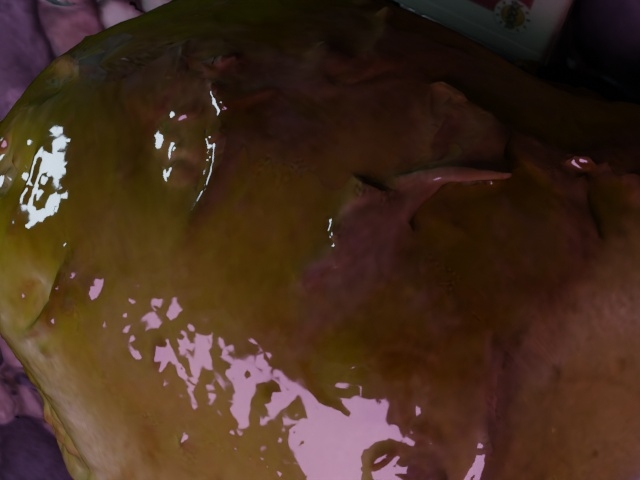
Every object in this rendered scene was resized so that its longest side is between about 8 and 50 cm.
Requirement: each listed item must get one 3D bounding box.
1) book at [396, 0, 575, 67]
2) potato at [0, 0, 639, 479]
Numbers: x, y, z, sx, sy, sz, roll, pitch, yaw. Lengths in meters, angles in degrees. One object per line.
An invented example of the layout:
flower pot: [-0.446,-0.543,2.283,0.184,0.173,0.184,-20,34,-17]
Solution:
book: [0.012,-0.178,0.732,0.232,0.022,0.162,26,136,7]
potato: [0.000,0.000,0.720,0.300,0.246,0.196,0,138,32]
